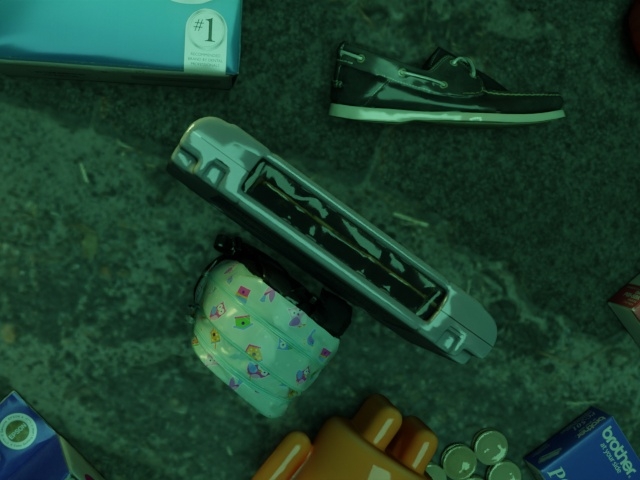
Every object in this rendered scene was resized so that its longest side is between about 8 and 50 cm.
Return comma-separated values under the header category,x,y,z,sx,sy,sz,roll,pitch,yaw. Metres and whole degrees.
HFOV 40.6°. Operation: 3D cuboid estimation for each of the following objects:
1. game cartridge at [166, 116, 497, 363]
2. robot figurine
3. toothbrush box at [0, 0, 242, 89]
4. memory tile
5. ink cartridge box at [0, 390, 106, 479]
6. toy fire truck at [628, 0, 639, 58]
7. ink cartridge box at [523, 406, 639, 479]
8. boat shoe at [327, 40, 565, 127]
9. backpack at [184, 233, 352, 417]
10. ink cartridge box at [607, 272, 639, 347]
category,x,y,z,sx,sy,sz,roll,pitch,yaw
game cartridge,0.000,0.000,0.760,0.297,0.198,0.062,35,88,-11
robot figurine,0.025,0.256,0.818,0.219,0.128,0.158,-56,138,-2
toothbrush box,-0.173,-0.289,0.748,0.216,0.126,0.296,1,94,-9
memory tile,0.142,0.271,0.898,0.148,0.012,0.113,-27,98,-6
ink cartridge box,-0.228,0.336,0.817,0.175,0.069,0.371,-42,97,-5
toy fire truck,0.403,-0.315,0.839,0.254,0.169,0.302,-43,101,-23
ink cartridge box,0.310,0.288,0.910,0.097,0.046,0.207,-35,99,-7
boat shoe,0.125,-0.146,0.831,0.233,0.084,0.079,4,94,-7
backpack,-0.047,0.079,0.766,0.152,0.182,0.115,32,88,-11
ink cartridge box,0.387,0.062,0.903,0.135,0.056,0.099,-40,98,-5
